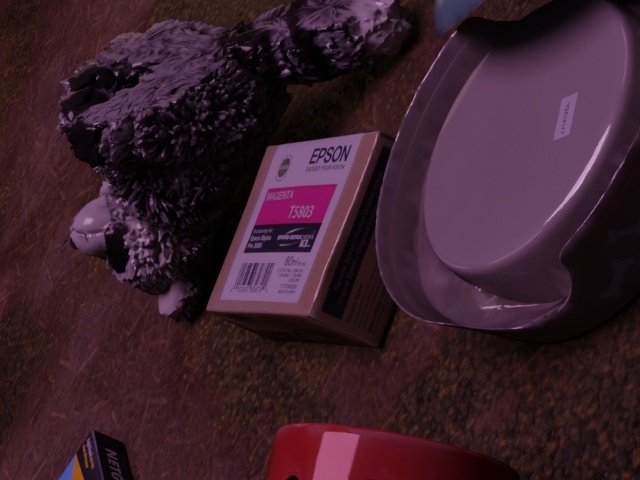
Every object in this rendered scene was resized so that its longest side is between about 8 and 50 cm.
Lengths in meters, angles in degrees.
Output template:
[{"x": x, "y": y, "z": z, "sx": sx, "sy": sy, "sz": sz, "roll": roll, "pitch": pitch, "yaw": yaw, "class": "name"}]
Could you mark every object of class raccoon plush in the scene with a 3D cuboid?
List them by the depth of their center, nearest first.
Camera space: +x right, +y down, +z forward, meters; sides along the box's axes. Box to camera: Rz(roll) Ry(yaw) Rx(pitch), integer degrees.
[{"x": -0.084, "y": -0.076, "z": 1.915, "sx": 0.447, "sy": 0.299, "sz": 0.216, "roll": -7, "pitch": 37, "yaw": 23, "class": "raccoon plush"}]

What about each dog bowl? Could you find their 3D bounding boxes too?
[{"x": 0.189, "y": -0.074, "z": 1.410, "sx": 0.349, "sy": 0.102, "sz": 0.348, "roll": -42, "pitch": 34, "yaw": 37, "class": "dog bowl"}]

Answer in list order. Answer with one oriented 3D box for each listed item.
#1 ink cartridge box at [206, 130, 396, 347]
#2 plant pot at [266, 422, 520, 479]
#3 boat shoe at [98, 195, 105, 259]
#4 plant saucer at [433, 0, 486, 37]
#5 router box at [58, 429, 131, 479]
[{"x": 0.000, "y": 0.000, "z": 1.707, "sx": 0.235, "sy": 0.088, "sz": 0.193, "roll": -3, "pitch": 64, "yaw": 62, "class": "ink cartridge box"}, {"x": 0.045, "y": 0.239, "z": 1.296, "sx": 0.191, "sy": 0.191, "sz": 0.174, "roll": -16, "pitch": 60, "yaw": 56, "class": "plant pot"}, {"x": -0.205, "y": -0.111, "z": 2.165, "sx": 0.306, "sy": 0.105, "sz": 0.113, "roll": -58, "pitch": 27, "yaw": 12, "class": "boat shoe"}, {"x": 0.210, "y": -0.284, "z": 1.447, "sx": 0.318, "sy": 0.043, "sz": 0.317, "roll": -39, "pitch": 2, "yaw": 2, "class": "plant saucer"}, {"x": -0.261, "y": 0.316, "z": 1.941, "sx": 0.133, "sy": 0.046, "sz": 0.179, "roll": -55, "pitch": 27, "yaw": 15, "class": "router box"}]
